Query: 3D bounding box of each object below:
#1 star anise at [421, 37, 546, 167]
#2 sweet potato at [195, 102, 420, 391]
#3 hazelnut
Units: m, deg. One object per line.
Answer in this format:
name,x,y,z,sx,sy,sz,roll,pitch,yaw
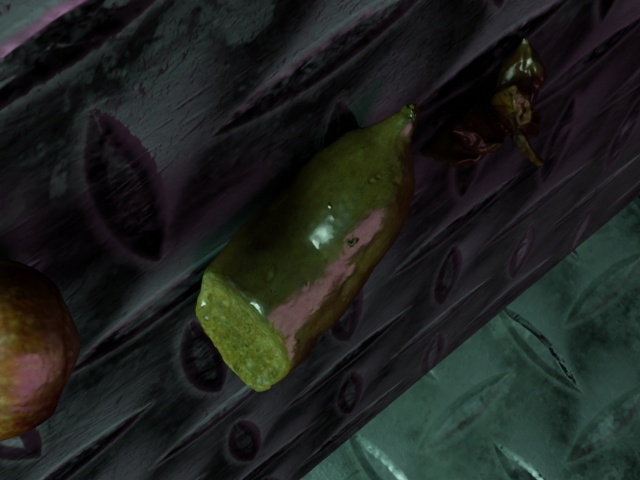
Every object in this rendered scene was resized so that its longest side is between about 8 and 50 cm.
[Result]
star anise,0.241,-0.164,1.351,0.212,0.111,0.196,-22,146,-29
sweet potato,0.000,0.000,1.157,0.369,0.158,0.158,-48,160,1
hazelnut,-0.274,0.091,0.834,0.143,0.143,0.154,-7,107,-58
